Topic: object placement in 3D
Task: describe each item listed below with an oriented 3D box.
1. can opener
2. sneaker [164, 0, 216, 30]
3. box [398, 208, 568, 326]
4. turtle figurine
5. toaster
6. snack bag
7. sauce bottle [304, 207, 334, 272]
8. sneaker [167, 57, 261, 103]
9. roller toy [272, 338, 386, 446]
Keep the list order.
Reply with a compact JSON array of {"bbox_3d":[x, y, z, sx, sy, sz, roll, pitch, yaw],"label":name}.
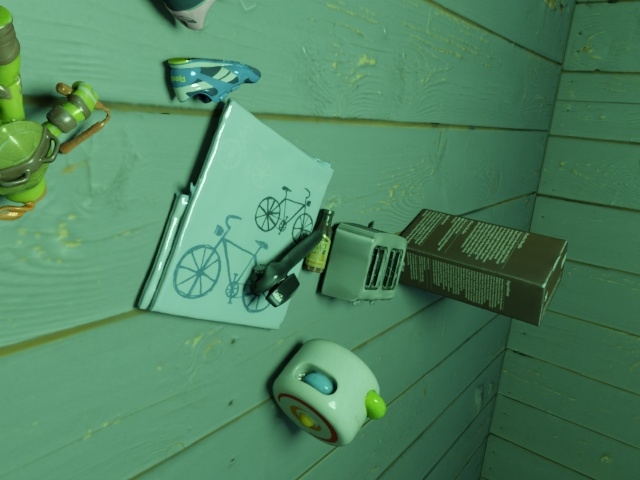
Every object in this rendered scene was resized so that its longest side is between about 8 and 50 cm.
[{"bbox_3d":[-0.056,0.039,0.872,0.073,0.059,0.186,57,42,-17],"label":"can opener"},{"bbox_3d":[-0.108,-0.407,0.661,0.319,0.112,0.131,-51,156,-25],"label":"sneaker"},{"bbox_3d":[0.398,0.054,1.276,0.191,0.381,0.143,-42,135,-37],"label":"box"},{"bbox_3d":[-0.297,-0.082,0.445,0.269,0.087,0.217,-46,167,-27],"label":"turtle figurine"},{"bbox_3d":[0.096,0.046,1.093,0.168,0.110,0.186,10,95,-56],"label":"toaster"},{"bbox_3d":[-0.116,-0.024,0.837,0.323,0.037,0.343,24,84,-56],"label":"snack bag"},{"bbox_3d":[0.000,0.000,1.003,0.042,0.042,0.128,9,94,-55],"label":"sauce bottle"},{"bbox_3d":[-0.147,-0.224,0.703,0.144,0.053,0.059,-15,114,-42],"label":"sneaker"},{"bbox_3d":[0.006,0.309,1.003,0.191,0.209,0.146,49,57,-10],"label":"roller toy"}]
